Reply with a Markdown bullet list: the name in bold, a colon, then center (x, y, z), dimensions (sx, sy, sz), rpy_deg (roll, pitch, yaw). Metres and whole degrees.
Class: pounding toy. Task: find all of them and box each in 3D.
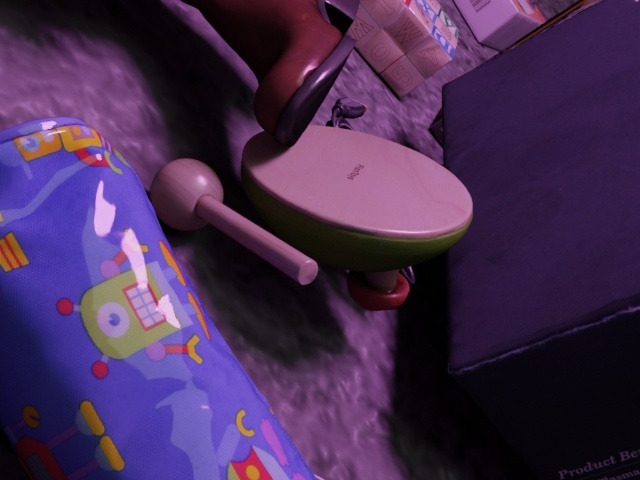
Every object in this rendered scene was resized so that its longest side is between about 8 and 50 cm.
- **pounding toy**: center (0.000, 0.000, 0.702), dimensions (0.237, 0.110, 0.183), rpy_deg (-16, 40, -44)

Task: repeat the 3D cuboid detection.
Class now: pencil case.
- **pencil case**: center (-0.091, 0.083, 0.470), dimensions (0.133, 0.119, 0.306), rpy_deg (-32, 88, -32)

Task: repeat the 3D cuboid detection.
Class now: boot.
- **boot**: center (-0.108, -0.206, 0.714), dimensions (0.280, 0.096, 0.264), rpy_deg (27, 39, -11)

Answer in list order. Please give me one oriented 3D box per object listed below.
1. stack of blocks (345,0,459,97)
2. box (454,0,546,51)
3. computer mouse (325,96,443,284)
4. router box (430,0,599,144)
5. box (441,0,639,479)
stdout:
- **stack of blocks**: center (0.051, -0.345, 1.170), dimensions (0.297, 0.087, 0.171), rpy_deg (47, 29, -14)
- **box**: center (0.327, -0.429, 1.668), dimensions (0.170, 0.091, 0.130), rpy_deg (-5, 63, -57)
- **computer mouse**: center (0.068, -0.055, 0.902), dimensions (0.184, 0.060, 0.262), rpy_deg (64, 28, 1)
- **router box**: center (0.312, -0.237, 1.217), dimensions (0.081, 0.309, 0.243), rpy_deg (53, 28, -10)
- **box**: center (0.364, 0.062, 0.934), dimensions (0.472, 0.297, 0.480), rpy_deg (52, 27, -28)
